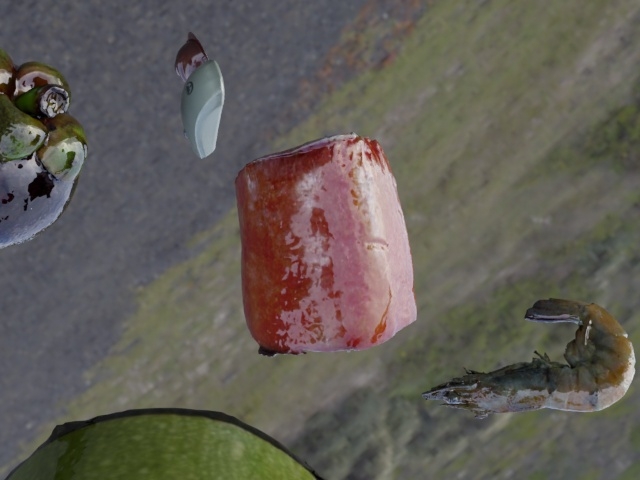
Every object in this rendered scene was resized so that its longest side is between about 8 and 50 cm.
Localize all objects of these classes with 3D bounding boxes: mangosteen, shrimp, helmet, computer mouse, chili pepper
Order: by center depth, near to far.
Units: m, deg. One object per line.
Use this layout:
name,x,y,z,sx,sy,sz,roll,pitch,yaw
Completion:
shrimp,0.286,0.162,1.795,0.296,0.169,0.058,-4,152,5
mangosteen,-0.483,-0.129,1.883,0.300,0.300,0.300,-37,169,-9
chili pepper,0.000,0.000,1.890,0.251,0.305,0.229,-5,-174,30
computer mouse,-0.190,-0.200,2.006,0.056,0.089,0.181,-4,140,-16
helmet,-0.251,-0.338,2.467,0.057,0.089,0.111,-29,142,-13

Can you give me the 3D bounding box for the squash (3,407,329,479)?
squash,-0.121,0.302,0.803,0.310,0.310,0.309,-42,-171,14
